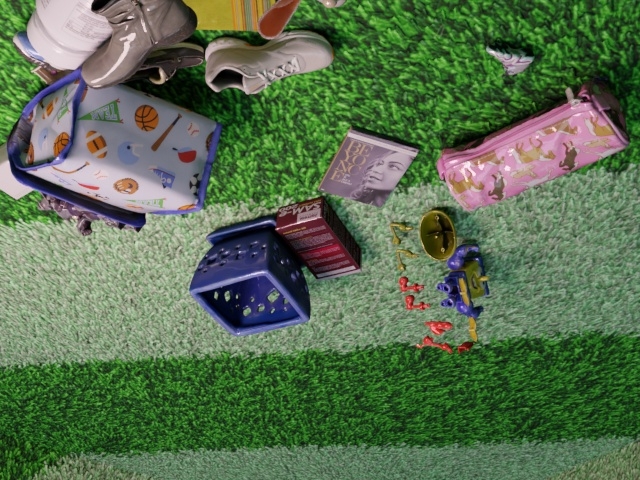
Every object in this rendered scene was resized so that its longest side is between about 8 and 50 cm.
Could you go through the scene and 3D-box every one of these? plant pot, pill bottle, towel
[{"bbox_3d":[-0.166,0.082,2.103,0.236,0.212,0.236,-14,139,23],"label":"plant pot"},{"bbox_3d":[-0.412,-0.445,1.495,0.160,0.160,0.283,28,137,-27],"label":"pill bottle"},{"bbox_3d":[-0.201,-0.441,1.589,0.237,0.021,0.102,2,141,4],"label":"towel"}]

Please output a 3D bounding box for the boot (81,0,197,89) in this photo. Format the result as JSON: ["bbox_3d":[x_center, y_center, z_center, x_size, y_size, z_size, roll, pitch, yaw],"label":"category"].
[{"bbox_3d":[-0.347,-0.369,1.429,0.246,0.083,0.161,-30,157,13],"label":"boot"}]

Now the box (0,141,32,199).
[{"bbox_3d":[-0.707,-0.170,1.939,0.101,0.087,0.102,-22,135,31],"label":"box"}]

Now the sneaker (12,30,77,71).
[{"bbox_3d":[-0.501,-0.383,1.658,0.211,0.080,0.081,12,141,-25],"label":"sneaker"}]

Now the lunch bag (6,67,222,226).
[{"bbox_3d":[-0.451,-0.178,1.750,0.328,0.239,0.385,22,167,-36],"label":"lunch bag"}]

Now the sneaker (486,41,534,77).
[{"bbox_3d":[0.363,-0.348,1.632,0.098,0.038,0.069,11,141,-8],"label":"sneaker"}]

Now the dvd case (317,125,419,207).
[{"bbox_3d":[0.107,-0.164,1.914,0.164,0.018,0.221,15,141,-13],"label":"dvd case"}]

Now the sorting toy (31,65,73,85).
[{"bbox_3d":[-0.542,-0.352,1.729,0.075,0.045,0.083,-24,135,22],"label":"sorting toy"}]

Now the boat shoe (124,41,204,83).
[{"bbox_3d":[-0.320,-0.338,1.611,0.223,0.073,0.080,-12,173,-41],"label":"boat shoe"}]

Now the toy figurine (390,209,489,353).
[{"bbox_3d":[0.336,0.084,2.125,0.191,0.217,0.362,-10,98,40],"label":"toy figurine"}]

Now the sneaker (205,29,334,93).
[{"bbox_3d":[-0.103,-0.335,1.633,0.262,0.121,0.099,-4,142,11],"label":"sneaker"}]

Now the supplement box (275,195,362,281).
[{"bbox_3d":[0.000,0.000,2.092,0.130,0.073,0.239,-14,139,21],"label":"supplement box"}]

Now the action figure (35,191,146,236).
[{"bbox_3d":[-0.575,-0.075,2.017,0.285,0.099,0.185,7,163,20],"label":"action figure"}]

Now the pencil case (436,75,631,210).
[{"bbox_3d":[0.437,-0.192,1.731,0.386,0.160,0.167,-25,104,34],"label":"pencil case"}]

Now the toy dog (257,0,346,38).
[{"bbox_3d":[-0.116,-0.458,1.444,0.333,0.161,0.220,-1,142,8],"label":"toy dog"}]
